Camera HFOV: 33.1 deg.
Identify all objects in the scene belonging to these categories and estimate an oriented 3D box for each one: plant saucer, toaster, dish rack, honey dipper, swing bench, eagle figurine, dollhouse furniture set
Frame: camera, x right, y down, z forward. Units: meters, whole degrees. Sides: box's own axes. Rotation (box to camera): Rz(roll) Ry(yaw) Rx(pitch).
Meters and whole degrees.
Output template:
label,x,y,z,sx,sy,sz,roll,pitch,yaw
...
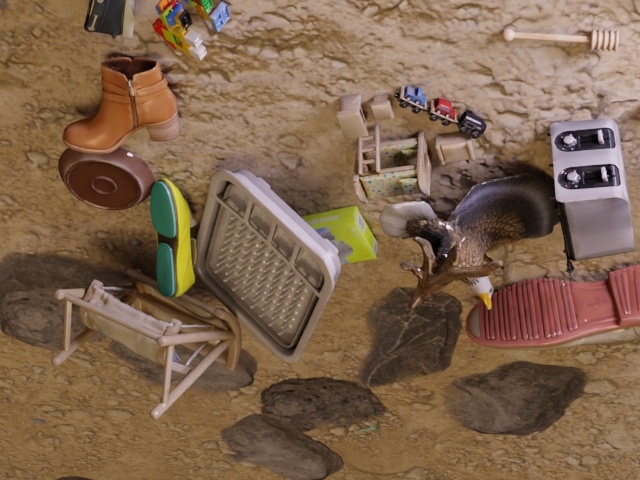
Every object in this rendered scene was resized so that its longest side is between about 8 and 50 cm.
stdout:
label,x,y,z,sx,sy,sz,roll,pitch,yaw
plant saucer,-0.372,-0.104,1.860,0.168,0.029,0.168,5,142,4
toaster,0.417,-0.070,1.660,0.110,0.168,0.185,-7,139,17
dish rack,-0.090,0.038,1.878,0.285,0.072,0.333,42,143,15
honey dipper,0.336,-0.285,1.516,0.161,0.030,0.030,6,142,9
swing bench,-0.312,0.164,1.977,0.253,0.255,0.165,21,116,25
eagle figurine,0.241,0.004,1.755,0.226,0.298,0.225,16,125,25
dollhouse furniture set,0.132,-0.147,1.662,0.182,0.101,0.161,-7,140,18

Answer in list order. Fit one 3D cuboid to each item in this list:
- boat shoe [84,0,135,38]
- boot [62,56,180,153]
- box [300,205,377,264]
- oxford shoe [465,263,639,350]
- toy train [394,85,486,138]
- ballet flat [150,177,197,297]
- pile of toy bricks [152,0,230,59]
label,x,y,z,sx,sy,sz,roll,pitch,yaw
boat shoe,-0.288,-0.372,1.455,0.079,0.095,0.254,1,152,-10
boot,-0.323,-0.215,1.678,0.197,0.073,0.152,-9,142,1
box,0.000,0.000,1.920,0.178,0.042,0.109,-11,137,21
oxford shoe,0.467,0.152,1.966,0.397,0.140,0.146,-8,145,21
toy train,0.185,-0.198,1.649,0.158,0.027,0.036,21,137,-17
ballet flat,-0.254,-0.009,1.911,0.077,0.077,0.231,21,121,39
pile of toy bricks,-0.199,-0.354,1.472,0.105,0.118,0.212,30,163,16
